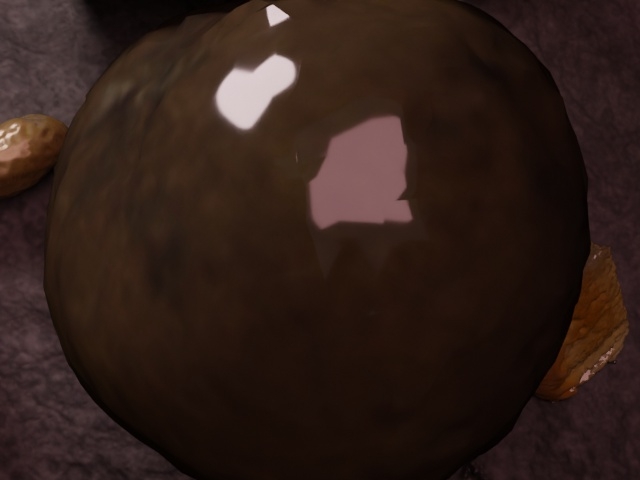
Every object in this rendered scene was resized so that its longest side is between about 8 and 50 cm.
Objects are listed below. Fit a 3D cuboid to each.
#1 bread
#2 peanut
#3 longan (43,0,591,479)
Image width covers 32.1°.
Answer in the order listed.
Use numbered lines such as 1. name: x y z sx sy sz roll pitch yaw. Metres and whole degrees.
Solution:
1. bread: 0.194 0.051 1.051 0.140 0.169 0.160 -40 46 -12
2. peanut: -0.310 -0.073 1.003 0.174 0.080 0.080 -15 82 -12
3. longan: -0.001 0.008 0.851 0.404 0.436 0.404 -4 96 -42
